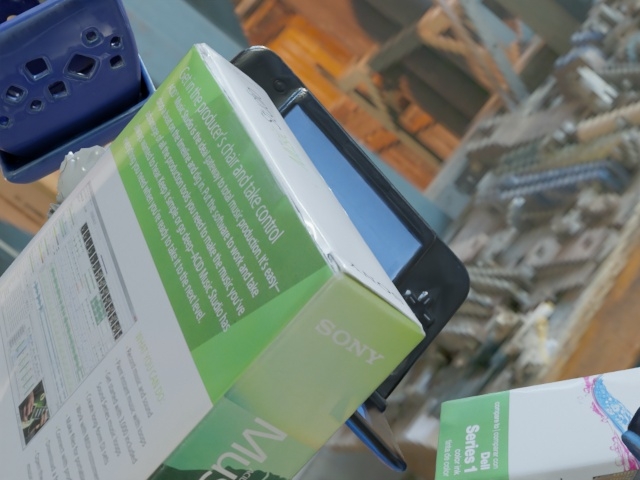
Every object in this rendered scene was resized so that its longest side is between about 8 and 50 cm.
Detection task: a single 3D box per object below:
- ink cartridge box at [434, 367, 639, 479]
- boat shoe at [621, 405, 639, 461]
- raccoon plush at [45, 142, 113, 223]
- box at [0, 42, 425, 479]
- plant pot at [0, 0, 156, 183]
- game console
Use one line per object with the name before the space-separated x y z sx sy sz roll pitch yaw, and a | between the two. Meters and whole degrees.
ink cartridge box | 0.257 0.220 1.115 0.278 0.201 0.117 -12 30 17
boat shoe | 0.289 0.148 0.708 0.089 0.258 0.109 -58 -22 -5
raccoon plush | -0.122 0.151 1.235 0.299 0.216 0.446 64 -152 -82
box | -0.112 0.083 0.614 0.322 0.058 0.232 -49 33 12
plant pot | -0.328 -0.218 1.567 0.236 0.212 0.236 -28 39 -2
game console | 0.000 0.000 1.036 0.250 0.293 0.173 -48 12 -28
